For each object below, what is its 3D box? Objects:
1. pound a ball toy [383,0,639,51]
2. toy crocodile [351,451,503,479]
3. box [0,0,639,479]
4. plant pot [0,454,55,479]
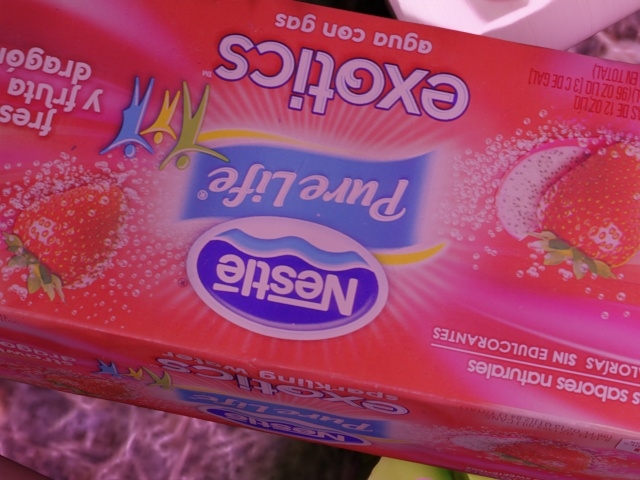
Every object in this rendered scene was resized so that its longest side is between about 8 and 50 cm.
[{"bbox_3d":[0.095,-0.194,0.802,0.319,0.136,0.208,-28,104,-10],"label":"pound a ball toy"},{"bbox_3d":[0.118,0.050,0.853,0.340,0.115,0.105,-37,86,-10],"label":"toy crocodile"},{"bbox_3d":[0.000,0.000,0.732,0.300,0.154,0.142,11,75,3],"label":"box"},{"bbox_3d":[-0.134,0.222,0.734,0.280,0.323,0.323,39,86,2],"label":"plant pot"}]
